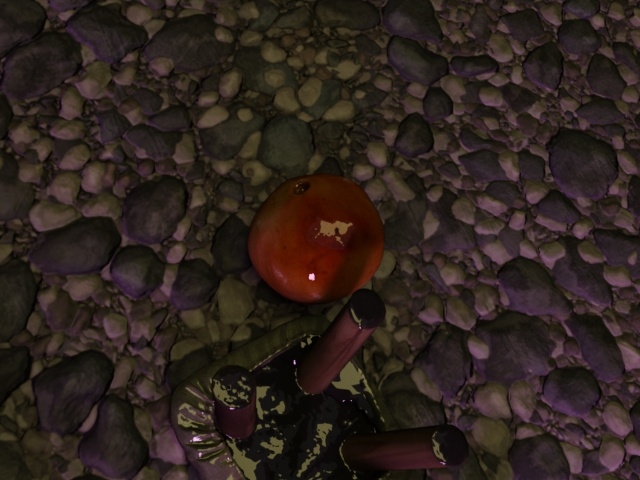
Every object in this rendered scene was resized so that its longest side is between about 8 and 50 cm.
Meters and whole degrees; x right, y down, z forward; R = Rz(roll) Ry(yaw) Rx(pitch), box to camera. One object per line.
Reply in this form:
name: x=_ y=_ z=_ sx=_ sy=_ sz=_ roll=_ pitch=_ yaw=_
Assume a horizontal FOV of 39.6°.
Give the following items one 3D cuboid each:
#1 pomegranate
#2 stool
pomegranate: x=-0.001 y=-0.004 z=1.348 sx=0.209 sy=0.209 sz=0.209 roll=8 pitch=66 yaw=-17
stool: x=-0.008 y=0.254 z=1.226 sx=0.310 sy=0.226 sz=0.310 roll=-28 pitch=80 yaw=-29
